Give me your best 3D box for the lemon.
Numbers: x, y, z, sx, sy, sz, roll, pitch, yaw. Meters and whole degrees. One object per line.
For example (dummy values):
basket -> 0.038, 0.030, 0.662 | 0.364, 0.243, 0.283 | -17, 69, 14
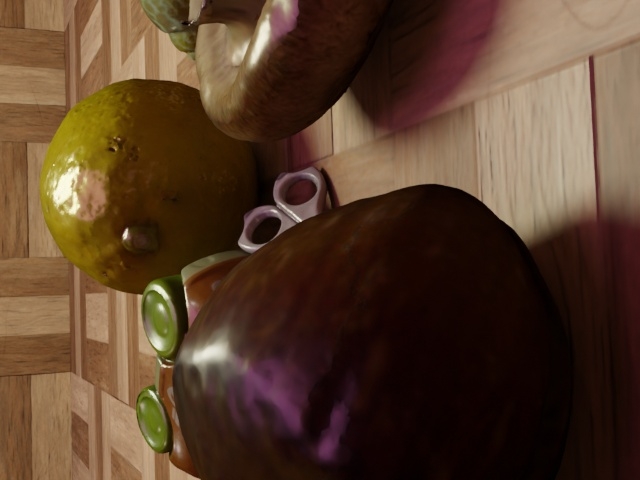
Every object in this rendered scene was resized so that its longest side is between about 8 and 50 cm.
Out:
lemon -> -0.180, -0.059, 0.908 | 0.263, 0.236, 0.236 | 63, 145, 40

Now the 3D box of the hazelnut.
hazelnut -> 0.024, 0.076, 0.478 | 0.234, 0.218, 0.218 | 124, 139, -53

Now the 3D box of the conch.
conch -> -0.157, -0.309, 1.018 | 0.116, 0.106, 0.173 | -114, 46, -80

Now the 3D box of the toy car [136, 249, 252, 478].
toy car -> -0.052, 0.137, 0.766 | 0.235, 0.145, 0.235 | 16, 111, 49

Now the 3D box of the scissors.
scissors -> 0.000, 0.000, 0.725 | 0.100, 0.015, 0.189 | -46, 46, -5

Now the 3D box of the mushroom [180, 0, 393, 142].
mushroom -> -0.022, -0.210, 0.653 | 0.278, 0.146, 0.278 | -170, 90, -69
